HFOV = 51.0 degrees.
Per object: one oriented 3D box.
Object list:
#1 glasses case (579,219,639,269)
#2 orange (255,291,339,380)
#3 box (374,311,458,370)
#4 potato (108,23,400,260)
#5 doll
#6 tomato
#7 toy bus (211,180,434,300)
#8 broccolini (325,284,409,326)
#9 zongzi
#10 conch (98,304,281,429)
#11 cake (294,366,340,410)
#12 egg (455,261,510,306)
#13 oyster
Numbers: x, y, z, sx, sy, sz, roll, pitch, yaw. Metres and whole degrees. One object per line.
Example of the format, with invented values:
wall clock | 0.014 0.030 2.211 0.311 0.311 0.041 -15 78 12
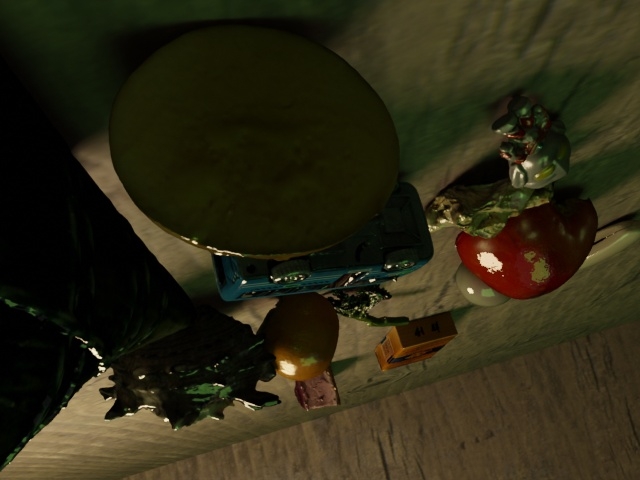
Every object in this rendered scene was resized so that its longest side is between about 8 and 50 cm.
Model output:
glasses case | 0.562 0.016 1.365 0.081 0.051 0.204 -2 155 -37
orange | -0.039 0.155 1.113 0.134 0.154 0.154 7 154 -12
box | 0.241 0.264 1.731 0.152 0.070 0.237 -13 161 -13
potato | -0.058 -0.059 0.537 0.204 0.178 0.158 -18 174 -17
doll | 0.245 -0.108 0.777 0.094 0.079 0.180 -54 145 6
tomato | 0.337 0.021 1.076 0.233 0.139 0.200 -6 163 -29
toy bus | 0.000 0.000 0.790 0.247 0.113 0.134 -5 161 -26
broccolini | 0.114 0.125 1.277 0.123 0.062 0.272 -12 160 33
zongzi | -0.251 0.076 0.456 0.320 0.361 0.383 6 157 -9
conch | -0.204 0.221 1.074 0.313 0.186 0.241 -18 153 26
cake | -0.015 0.414 1.919 0.116 0.112 0.295 -12 172 -8
egg | 0.304 0.070 1.227 0.135 0.103 0.103 7 149 -44
oyster | 0.224 -0.041 0.914 0.191 0.081 0.163 -12 175 43
